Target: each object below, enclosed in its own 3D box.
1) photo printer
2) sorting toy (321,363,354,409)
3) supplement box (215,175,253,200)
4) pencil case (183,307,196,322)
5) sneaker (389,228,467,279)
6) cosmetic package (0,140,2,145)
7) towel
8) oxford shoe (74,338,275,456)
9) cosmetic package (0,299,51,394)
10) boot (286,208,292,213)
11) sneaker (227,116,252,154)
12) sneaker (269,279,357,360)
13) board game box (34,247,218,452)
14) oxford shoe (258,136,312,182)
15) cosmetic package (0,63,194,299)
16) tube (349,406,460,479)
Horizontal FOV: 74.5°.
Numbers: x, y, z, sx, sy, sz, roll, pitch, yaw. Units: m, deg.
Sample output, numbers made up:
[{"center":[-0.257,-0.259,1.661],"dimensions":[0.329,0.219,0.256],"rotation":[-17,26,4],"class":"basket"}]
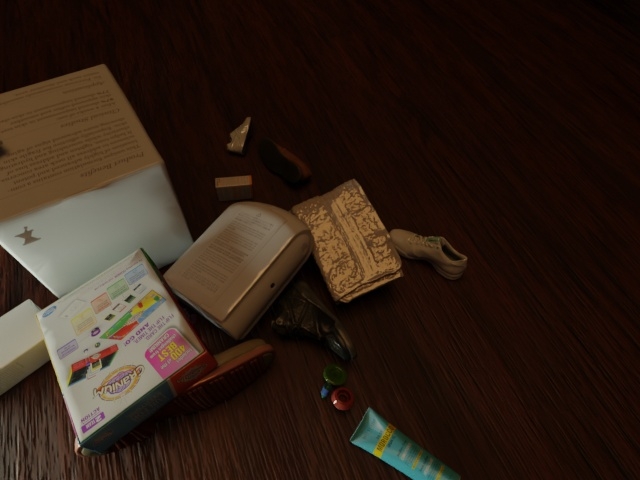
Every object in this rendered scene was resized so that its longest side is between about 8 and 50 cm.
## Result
[{"center":[-0.180,0.044,0.969],"dimensions":[0.256,0.107,0.307],"rotation":[22,63,35],"class":"photo printer"},{"center":[0.030,0.316,0.890],"dimensions":[0.061,0.042,0.102],"rotation":[-1,42,-22],"class":"sorting toy"},{"center":[-0.239,-0.145,1.174],"dimensions":[0.099,0.062,0.036],"rotation":[-5,57,-8],"class":"supplement box"},{"center":[-0.391,0.186,0.930],"dimensions":[0.206,0.088,0.086],"rotation":[4,92,0],"class":"pencil case"},{"center":[0.275,0.014,1.073],"dimensions":[0.212,0.094,0.080],"rotation":[28,60,16],"class":"sneaker"},{"center":[-0.837,-0.172,0.810],"dimensions":[0.377,0.097,0.284],"rotation":[28,74,24],"class":"cosmetic package"},{"center":[0.062,-0.002,1.008],"dimensions":[0.187,0.049,0.282],"rotation":[-25,70,-6],"class":"towel"},{"center":[-0.289,0.270,0.843],"dimensions":[0.397,0.140,0.146],"rotation":[-20,54,-17],"class":"oxford shoe"},{"center":[-0.671,0.245,0.871],"dimensions":[0.117,0.085,0.231],"rotation":[40,61,22],"class":"cosmetic package"},{"center":[0.001,-0.001,1.076],"dimensions":[0.237,0.085,0.178],"rotation":[-12,60,-9],"class":"boot"},{"center":[-0.249,-0.332,1.307],"dimensions":[0.061,0.053,0.152],"rotation":[8,56,6],"class":"sneaker"},{"center":[-0.026,0.201,0.935],"dimensions":[0.130,0.087,0.227],"rotation":[-35,61,-21],"class":"sneaker"},{"center":[-0.378,0.187,0.806],"dimensions":[0.242,0.064,0.316],"rotation":[-35,54,-15],"class":"board game box"},{"center":[-0.109,-0.237,1.253],"dimensions":[0.076,0.076,0.212],"rotation":[-13,49,-48],"class":"oxford shoe"},{"center":[-0.547,-0.130,0.987],"dimensions":[0.329,0.327,0.393],"rotation":[-26,60,-19],"class":"cosmetic package"},{"center":[0.165,0.418,0.821],"dimensions":[0.207,0.052,0.080],"rotation":[27,47,22],"class":"tube"}]
